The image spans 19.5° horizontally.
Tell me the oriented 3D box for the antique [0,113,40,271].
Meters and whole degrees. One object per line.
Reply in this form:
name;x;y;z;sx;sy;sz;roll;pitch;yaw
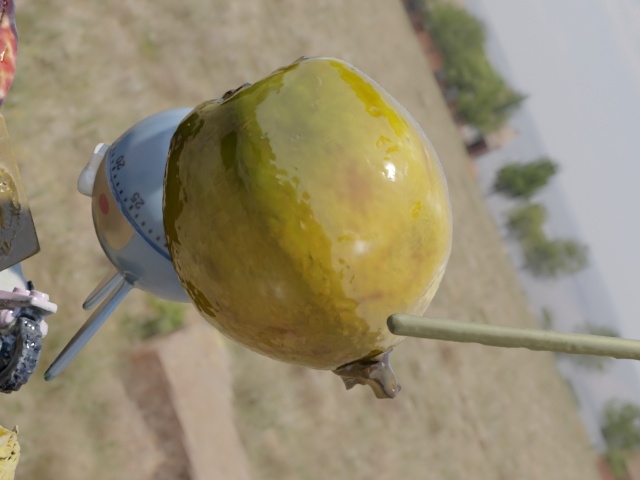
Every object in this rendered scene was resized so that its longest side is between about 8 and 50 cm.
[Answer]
antique;-0.317;-0.041;1.465;0.148;0.146;0.152;42;-29;43

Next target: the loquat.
loquat;0.000;0.000;1.292;0.213;0.213;0.246;-65;135;-81

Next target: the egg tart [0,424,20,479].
egg tart;-0.388;0.246;1.678;0.132;0.297;0.297;40;9;-4

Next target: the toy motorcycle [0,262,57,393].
toy motorcycle;-0.323;0.037;1.783;0.108;0.239;0.204;30;74;-54

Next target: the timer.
timer;-0.146;-0.013;1.520;0.175;0.255;0.175;44;36;-43

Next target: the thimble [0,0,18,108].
thimble;-0.463;-0.196;1.685;0.350;0.230;0.350;17;60;-33

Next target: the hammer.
hammer;0.134;0.061;1.039;0.060;0.195;0.028;-98;-167;-73
